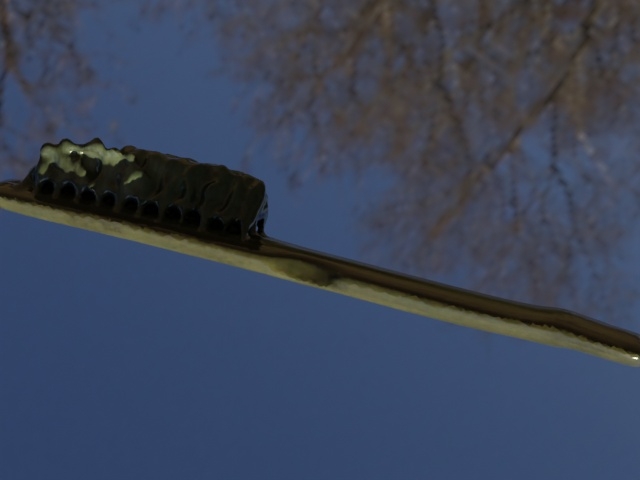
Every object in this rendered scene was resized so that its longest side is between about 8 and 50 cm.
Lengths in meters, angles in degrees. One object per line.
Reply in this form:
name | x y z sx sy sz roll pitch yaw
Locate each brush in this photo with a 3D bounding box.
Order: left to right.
brush | 0.000 0.000 0.533 0.190 0.028 0.034 15 -177 15
